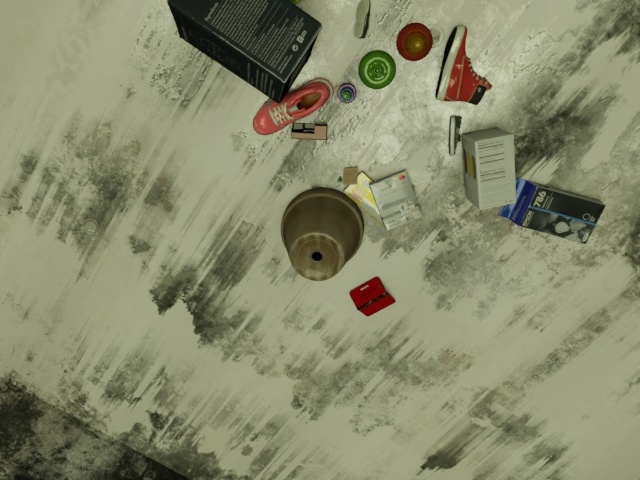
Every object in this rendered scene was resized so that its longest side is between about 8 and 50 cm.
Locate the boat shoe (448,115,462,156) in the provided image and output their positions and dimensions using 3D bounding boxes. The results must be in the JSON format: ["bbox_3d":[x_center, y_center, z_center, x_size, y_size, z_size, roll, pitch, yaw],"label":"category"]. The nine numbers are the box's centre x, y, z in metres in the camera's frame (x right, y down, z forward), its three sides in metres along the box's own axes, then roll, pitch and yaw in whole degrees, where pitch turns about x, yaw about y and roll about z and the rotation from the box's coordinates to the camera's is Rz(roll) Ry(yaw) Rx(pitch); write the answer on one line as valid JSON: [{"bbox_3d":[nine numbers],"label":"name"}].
[{"bbox_3d":[0.472,-0.365,1.821,0.040,0.049,0.142,-1,112,5],"label":"boat shoe"}]

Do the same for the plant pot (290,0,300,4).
[{"bbox_3d":[-0.068,-0.867,1.553,0.227,0.228,0.207,-28,103,17],"label":"plant pot"}]

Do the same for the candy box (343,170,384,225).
[{"bbox_3d":[0.195,-0.156,1.950,0.206,0.027,0.105,40,112,-12],"label":"candy box"}]

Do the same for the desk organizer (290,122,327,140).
[{"bbox_3d":[-0.040,-0.389,1.856,0.130,0.047,0.050,3,112,3],"label":"desk organizer"}]

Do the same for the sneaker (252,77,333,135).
[{"bbox_3d":[-0.107,-0.458,1.782,0.314,0.136,0.116,-26,108,16],"label":"sneaker"}]

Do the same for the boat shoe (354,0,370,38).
[{"bbox_3d":[0.143,-0.723,1.695,0.046,0.038,0.125,26,115,40],"label":"boat shoe"}]

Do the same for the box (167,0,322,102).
[{"bbox_3d":[-0.228,-0.641,1.594,0.396,0.293,0.212,32,88,-9],"label":"box"}]

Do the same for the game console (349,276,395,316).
[{"bbox_3d":[0.212,0.231,2.130,0.144,0.085,0.124,-31,77,17],"label":"game console"}]

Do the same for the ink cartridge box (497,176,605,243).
[{"bbox_3d":[0.837,-0.108,1.896,0.333,0.065,0.165,14,115,0],"label":"ink cartridge box"}]

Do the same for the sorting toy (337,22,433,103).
[{"bbox_3d":[0.208,-0.569,1.710,0.366,0.126,0.127,-33,107,17],"label":"sorting toy"}]

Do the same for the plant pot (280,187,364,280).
[{"bbox_3d":[0.000,0.000,1.901,0.323,0.280,0.323,2,113,3],"label":"plant pot"}]

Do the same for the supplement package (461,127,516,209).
[{"bbox_3d":[0.583,-0.251,1.805,0.134,0.139,0.244,-12,112,-1],"label":"supplement package"}]

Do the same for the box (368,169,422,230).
[{"bbox_3d":[0.277,-0.147,1.916,0.145,0.038,0.186,-23,106,1],"label":"box"}]

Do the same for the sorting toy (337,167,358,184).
[{"bbox_3d":[0.099,-0.236,1.921,0.083,0.012,0.062,1,92,26],"label":"sorting toy"}]

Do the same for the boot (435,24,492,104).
[{"bbox_3d":[0.490,-0.572,1.708,0.176,0.088,0.244,8,123,1],"label":"boot"}]
